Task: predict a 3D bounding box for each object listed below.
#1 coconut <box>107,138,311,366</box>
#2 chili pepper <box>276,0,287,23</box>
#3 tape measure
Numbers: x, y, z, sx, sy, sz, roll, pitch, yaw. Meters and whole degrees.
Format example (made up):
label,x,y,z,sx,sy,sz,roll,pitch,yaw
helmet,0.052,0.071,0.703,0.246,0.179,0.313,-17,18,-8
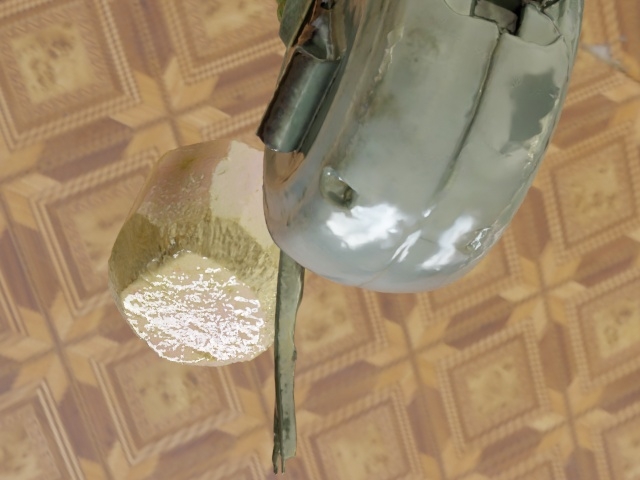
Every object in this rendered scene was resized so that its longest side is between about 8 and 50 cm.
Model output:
label,x,y,z,sx,sy,sz,roll,pitch,yaw
coconut,-0.075,0.004,0.984,0.147,0.153,0.147,9,130,11
chili pepper,0.047,-0.230,1.179,0.100,0.257,0.074,-6,96,-49
tape measure,-0.001,-0.001,0.485,0.084,0.164,0.330,19,126,-9
